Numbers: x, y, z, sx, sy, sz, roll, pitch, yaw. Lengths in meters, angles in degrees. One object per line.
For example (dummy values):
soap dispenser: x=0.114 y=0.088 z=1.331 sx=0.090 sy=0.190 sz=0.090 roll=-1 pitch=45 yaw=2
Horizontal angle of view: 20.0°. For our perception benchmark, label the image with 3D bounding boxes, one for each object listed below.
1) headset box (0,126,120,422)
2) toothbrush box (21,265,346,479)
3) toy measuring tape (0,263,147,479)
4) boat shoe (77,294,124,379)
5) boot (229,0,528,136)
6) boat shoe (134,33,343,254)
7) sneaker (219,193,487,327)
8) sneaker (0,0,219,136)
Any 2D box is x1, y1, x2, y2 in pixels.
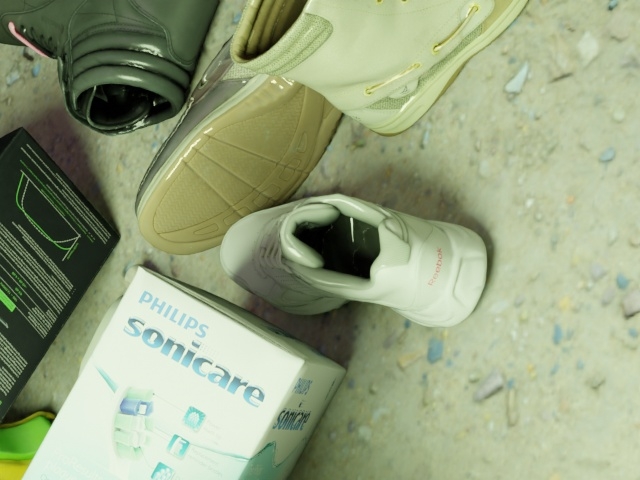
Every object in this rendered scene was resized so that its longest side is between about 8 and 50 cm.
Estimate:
headset box: x=-0.332 y=0.077 z=1.452 sx=0.246 sy=0.131 sz=0.283 roll=-26 pitch=24 yaw=36
toothbrush box: x=-0.114 y=0.179 z=1.189 sx=0.126 sy=0.216 sz=0.295 roll=30 pitch=90 yaw=10
toy measuring tape: x=-0.247 y=0.154 z=1.439 sx=0.121 sy=0.121 sz=0.330 roll=41 pitch=103 yaw=46
boat shoe: x=-0.156 y=0.167 z=1.359 sx=0.079 sy=0.095 sz=0.254 roll=15 pitch=69 yaw=16
boot: x=0.051 y=-0.180 z=1.247 sx=0.213 sy=0.165 sz=0.077 roll=-51 pitch=46 yaw=18
boat shoe: x=-0.040 y=-0.114 z=1.364 sx=0.285 sy=0.103 sz=0.092 roll=-50 pitch=40 yaw=12
sneaker: x=0.000 y=0.000 z=1.258 sx=0.232 sy=0.115 sz=0.090 roll=1 pitch=74 yaw=45
sneaker: x=-0.213 y=-0.164 z=1.545 sx=0.295 sy=0.104 sz=0.147 roll=-2 pitch=67 yaw=40
